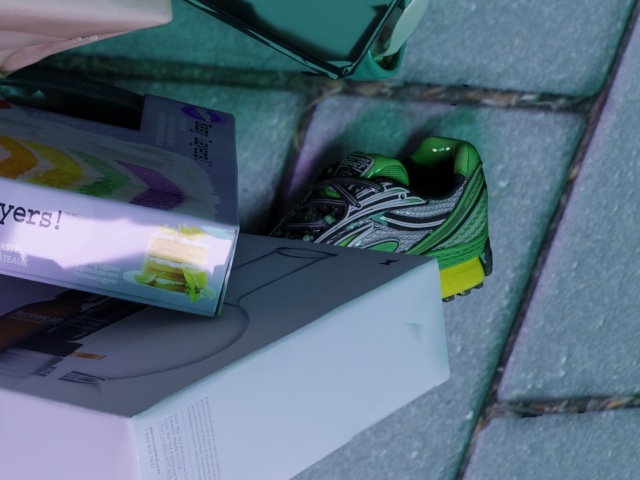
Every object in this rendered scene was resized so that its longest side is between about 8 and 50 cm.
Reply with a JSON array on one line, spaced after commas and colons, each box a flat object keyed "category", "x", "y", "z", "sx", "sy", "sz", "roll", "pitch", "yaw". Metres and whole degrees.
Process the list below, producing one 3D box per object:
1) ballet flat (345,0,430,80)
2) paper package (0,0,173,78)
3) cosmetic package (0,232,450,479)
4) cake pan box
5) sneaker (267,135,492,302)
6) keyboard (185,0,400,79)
[{"category": "ballet flat", "x": 0.058, "y": -0.237, "z": 1.312, "sx": 0.083, "sy": 0.087, "sz": 0.247, "roll": -31, "pitch": 139, "yaw": -53}, {"category": "paper package", "x": -0.250, "y": -0.265, "z": 0.899, "sx": 0.309, "sy": 0.168, "sz": 0.325, "roll": -1, "pitch": 82, "yaw": -45}, {"category": "cosmetic package", "x": -0.150, "y": 0.075, "z": 1.108, "sx": 0.284, "sy": 0.377, "sz": 0.097, "roll": -23, "pitch": 113, "yaw": -47}, {"category": "cake pan box", "x": -0.176, "y": -0.048, "z": 1.094, "sx": 0.246, "sy": 0.267, "sz": 0.070, "roll": 14, "pitch": 108, "yaw": -7}, {"category": "sneaker", "x": 0.000, "y": 0.000, "z": 1.414, "sx": 0.343, "sy": 0.134, "sz": 0.146, "roll": -23, "pitch": 122, "yaw": -35}, {"category": "keyboard", "x": -0.055, "y": -0.262, "z": 1.202, "sx": 0.317, "sy": 0.033, "sz": 0.201, "roll": 27, "pitch": 105, "yaw": -28}]
